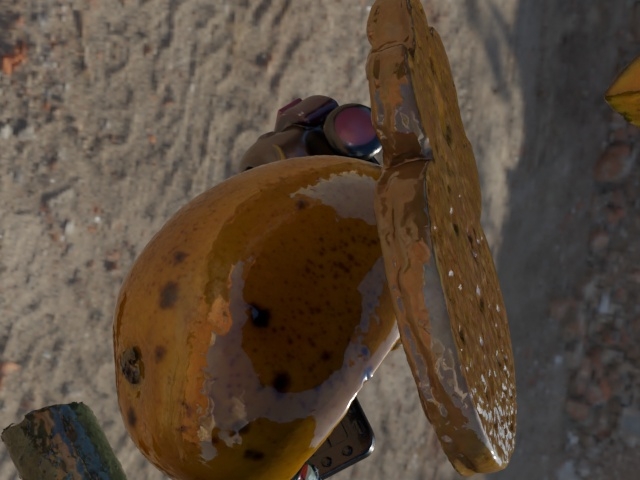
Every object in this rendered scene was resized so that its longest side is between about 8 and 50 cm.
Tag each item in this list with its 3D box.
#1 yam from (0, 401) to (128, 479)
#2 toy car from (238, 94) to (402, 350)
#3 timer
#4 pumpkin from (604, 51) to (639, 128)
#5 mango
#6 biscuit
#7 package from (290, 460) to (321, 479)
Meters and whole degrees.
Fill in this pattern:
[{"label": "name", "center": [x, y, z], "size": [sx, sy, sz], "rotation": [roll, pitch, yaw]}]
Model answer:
[{"label": "yam", "center": [-0.399, 0.422, 1.748], "size": [0.304, 0.168, 0.168], "rotation": [59, 28, 12]}, {"label": "toy car", "center": [0.000, 0.000, 1.347], "size": [0.240, 0.341, 0.271], "rotation": [-32, 164, -19]}, {"label": "timer", "center": [-0.020, 0.295, 1.584], "size": [0.144, 0.187, 0.055], "rotation": [63, 2, 26]}, {"label": "pumpkin", "center": [0.326, -0.102, 0.578], "size": [0.139, 0.280, 0.190], "rotation": [24, 32, -36]}, {"label": "mango", "center": [-0.032, 0.043, 0.762], "size": [0.290, 0.191, 0.160], "rotation": [-45, -178, -24]}, {"label": "biscuit", "center": [0.067, -0.008, 0.614], "size": [0.202, 0.044, 0.289], "rotation": [33, 44, -66]}, {"label": "package", "center": [-0.006, 0.397, 1.255], "size": [0.166, 0.040, 0.232], "rotation": [-46, 121, -52]}]
